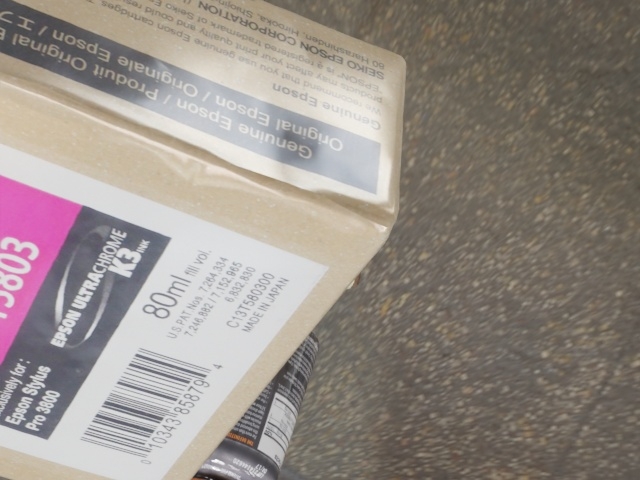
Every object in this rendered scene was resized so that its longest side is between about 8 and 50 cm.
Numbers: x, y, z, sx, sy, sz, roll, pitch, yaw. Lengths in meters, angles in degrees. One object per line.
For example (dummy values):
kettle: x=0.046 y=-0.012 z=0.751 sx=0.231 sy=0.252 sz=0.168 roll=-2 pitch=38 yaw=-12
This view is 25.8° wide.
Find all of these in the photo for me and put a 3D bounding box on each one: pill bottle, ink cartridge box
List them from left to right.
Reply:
ink cartridge box: x=-0.105 y=-0.001 z=0.525 sx=0.193 sy=0.234 sz=0.088 roll=19 pitch=49 yaw=-16
pill bottle: x=-0.095 y=0.205 z=1.597 sx=0.130 sy=0.130 sz=0.245 roll=20 pitch=62 yaw=-2

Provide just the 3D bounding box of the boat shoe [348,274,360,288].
boat shoe: x=0.000 y=-0.008 z=1.555 sx=0.095 sy=0.257 sz=0.095 roll=3 pitch=73 yaw=-1
